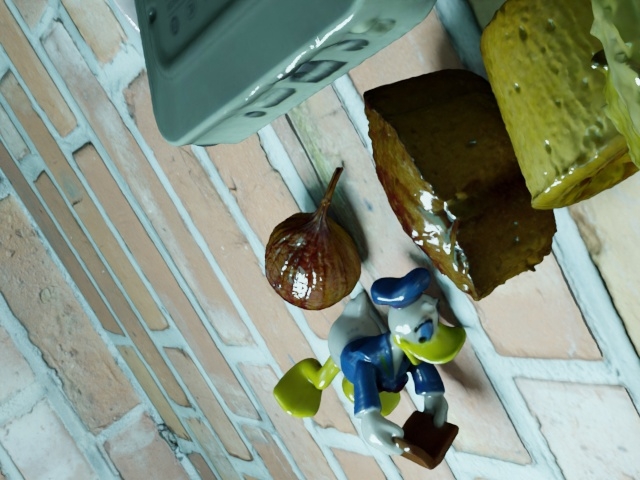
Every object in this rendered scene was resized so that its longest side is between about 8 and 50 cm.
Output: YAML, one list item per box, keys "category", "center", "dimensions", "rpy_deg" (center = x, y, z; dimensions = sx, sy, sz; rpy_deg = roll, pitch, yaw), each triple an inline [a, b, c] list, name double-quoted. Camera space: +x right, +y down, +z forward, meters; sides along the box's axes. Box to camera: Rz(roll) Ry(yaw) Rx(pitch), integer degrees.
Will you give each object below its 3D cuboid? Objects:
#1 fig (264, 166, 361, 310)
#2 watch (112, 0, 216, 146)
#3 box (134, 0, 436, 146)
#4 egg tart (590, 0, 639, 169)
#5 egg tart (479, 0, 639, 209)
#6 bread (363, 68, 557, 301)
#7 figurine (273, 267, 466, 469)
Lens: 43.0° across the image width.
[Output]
- category: "fig"
  center: [0.000, 0.000, 1.135]
  dimensions: [0.146, 0.134, 0.201]
  rpy_deg: [37, 139, 11]
- category: "watch"
  center: [-0.172, -0.260, 1.037]
  dimensions: [0.231, 0.196, 0.244]
  rpy_deg: [41, 169, 10]
- category: "box"
  center: [-0.070, -0.315, 0.738]
  dimensions: [0.396, 0.111, 0.397]
  rpy_deg: [-22, 77, 55]
- category: "egg tart"
  center: [0.262, -0.110, 0.440]
  dimensions: [0.341, 0.341, 0.132]
  rpy_deg: [56, 161, -4]
- category: "egg tart"
  center: [0.216, -0.128, 0.618]
  dimensions: [0.147, 0.202, 0.202]
  rpy_deg: [61, 153, 14]
- category: "bread"
  center: [0.131, -0.055, 0.786]
  dimensions: [0.247, 0.135, 0.232]
  rpy_deg: [-103, -12, -69]
- category: "figurine"
  center: [0.085, 0.176, 1.132]
  dimensions: [0.284, 0.204, 0.338]
  rpy_deg: [-116, 30, -41]
